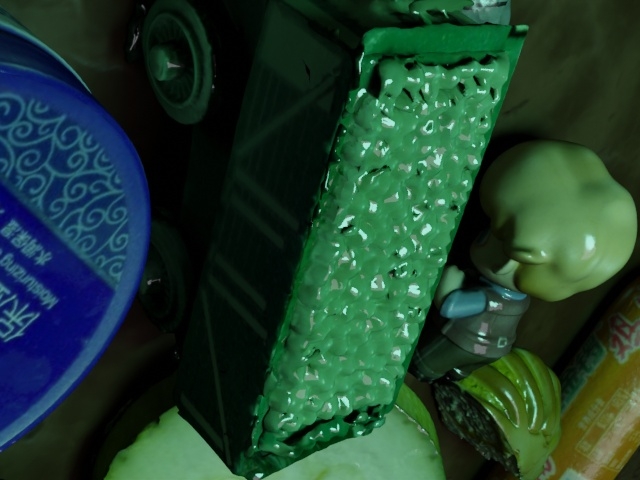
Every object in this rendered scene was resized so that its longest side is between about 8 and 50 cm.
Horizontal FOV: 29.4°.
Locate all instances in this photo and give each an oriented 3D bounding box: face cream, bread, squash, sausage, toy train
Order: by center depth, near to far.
[{"bbox_3d":[-0.178,-0.003,0.469,0.206,0.111,0.206,-27,138,-26],"label":"face cream"},{"bbox_3d":[-0.020,-0.019,0.582,0.115,0.154,0.269,-10,129,-39],"label":"toy train"},{"bbox_3d":[-0.031,0.160,0.742,0.219,0.041,0.219,-3,120,-5],"label":"squash"},{"bbox_3d":[0.152,0.135,0.971,0.094,0.083,0.157,-46,144,-25],"label":"bread"},{"bbox_3d":[0.243,0.143,1.055,0.093,0.093,0.312,21,106,-52],"label":"sausage"}]

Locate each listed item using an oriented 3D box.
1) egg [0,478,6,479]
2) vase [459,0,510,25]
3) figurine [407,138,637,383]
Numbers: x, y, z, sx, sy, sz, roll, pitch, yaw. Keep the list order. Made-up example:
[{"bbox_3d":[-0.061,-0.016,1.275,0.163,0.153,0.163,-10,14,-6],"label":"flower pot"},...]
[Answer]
[{"bbox_3d":[-0.207,0.265,0.531,0.351,0.282,0.282,-51,144,4],"label":"egg"},{"bbox_3d":[0.069,-0.155,0.633,0.060,0.060,0.211,-39,143,-14],"label":"vase"},{"bbox_3d":[0.129,0.018,0.836,0.114,0.108,0.196,8,134,-38],"label":"figurine"}]
